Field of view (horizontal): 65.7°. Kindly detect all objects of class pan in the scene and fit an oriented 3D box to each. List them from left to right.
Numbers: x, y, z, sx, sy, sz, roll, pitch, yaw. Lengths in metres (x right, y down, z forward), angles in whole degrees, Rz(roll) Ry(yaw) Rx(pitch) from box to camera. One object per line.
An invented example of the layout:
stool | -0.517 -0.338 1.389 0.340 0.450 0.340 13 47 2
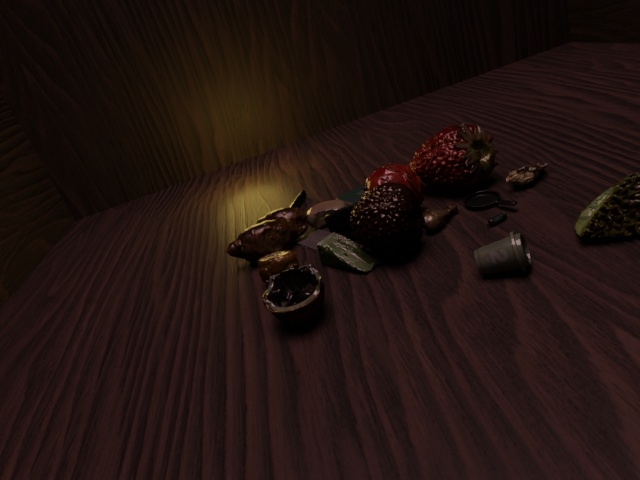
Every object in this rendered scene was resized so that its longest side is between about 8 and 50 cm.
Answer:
pan | 0.631 -0.142 1.830 0.136 0.028 0.235 -28 23 -17

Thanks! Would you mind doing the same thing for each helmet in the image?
helmet | -0.070 0.183 1.552 0.198 0.130 0.224 -20 34 8

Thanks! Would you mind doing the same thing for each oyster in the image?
oyster | 0.802 -0.256 1.909 0.132 0.072 0.209 -10 5 34

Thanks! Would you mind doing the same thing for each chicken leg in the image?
chicken leg | 0.443 -0.095 1.832 0.197 0.069 0.084 -28 26 -33

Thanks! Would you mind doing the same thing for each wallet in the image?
wallet | 0.148 -0.074 1.875 0.249 0.149 0.044 -20 20 19

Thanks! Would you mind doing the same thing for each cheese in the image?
cheese | 0.084 -0.128 2.140 0.286 0.082 0.163 -11 26 19

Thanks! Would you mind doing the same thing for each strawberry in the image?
strawberry | 0.545 -0.325 2.053 0.292 0.292 0.343 -33 9 -27

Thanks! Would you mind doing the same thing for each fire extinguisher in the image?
fire extinguisher | 0.601 -0.068 1.707 0.083 0.025 0.038 -27 -12 -17

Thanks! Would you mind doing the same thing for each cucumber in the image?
cucumber | -0.121 -0.180 2.455 0.043 0.043 0.257 -14 25 23

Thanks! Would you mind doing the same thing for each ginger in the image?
ginger | -0.231 -0.024 2.076 0.274 0.153 0.357 3 31 40

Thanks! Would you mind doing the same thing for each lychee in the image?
lychee | 0.223 -0.069 1.706 0.267 0.268 0.268 -16 24 8

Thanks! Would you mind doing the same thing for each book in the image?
book | 0.000 0.000 2.022 0.127 0.014 0.181 -32 27 -25
book | 0.285 -0.245 2.301 0.379 0.031 0.264 -29 26 -20

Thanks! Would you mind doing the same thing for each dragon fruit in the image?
dragon fruit | 0.290 -0.187 1.947 0.240 0.241 0.252 12 64 49

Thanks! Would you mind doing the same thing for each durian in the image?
durian | 0.915 -0.099 1.489 0.394 0.163 0.198 -35 -11 -39

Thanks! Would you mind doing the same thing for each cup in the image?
cup | 0.523 0.043 1.432 0.141 0.120 0.120 -17 22 29

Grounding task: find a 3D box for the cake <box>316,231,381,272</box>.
cake | 0.097 0.044 1.759 0.100 0.099 0.235 -37 30 -30

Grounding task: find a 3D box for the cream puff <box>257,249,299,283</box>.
cream puff | -0.149 0.102 1.798 0.150 0.115 0.165 -29 16 -36
